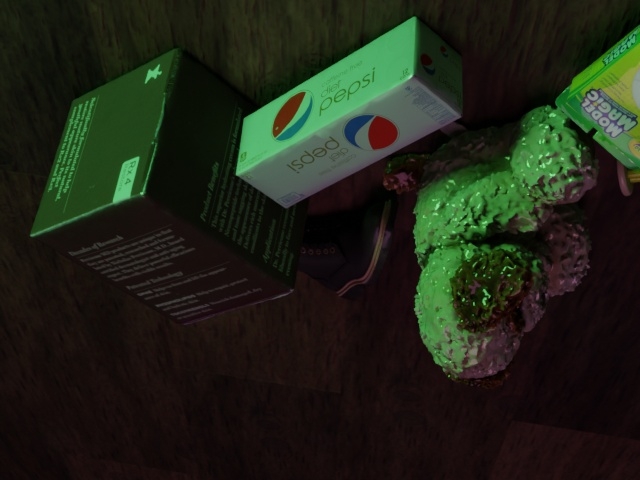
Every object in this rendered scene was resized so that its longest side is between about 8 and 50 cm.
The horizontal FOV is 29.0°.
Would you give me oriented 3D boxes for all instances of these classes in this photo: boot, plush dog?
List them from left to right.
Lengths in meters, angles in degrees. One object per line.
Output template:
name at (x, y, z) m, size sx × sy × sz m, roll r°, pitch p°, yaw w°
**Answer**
boot at (0.000, 0.000, 1.351) m, size 0.137 × 0.076 × 0.198 m, roll 20°, pitch 149°, yaw -5°
plush dog at (0.150, 0.020, 1.170) m, size 0.211 × 0.225 × 0.262 m, roll 5°, pitch 151°, yaw 11°

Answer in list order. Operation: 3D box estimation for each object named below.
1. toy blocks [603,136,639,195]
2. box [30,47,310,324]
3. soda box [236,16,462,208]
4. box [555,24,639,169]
toy blocks at (0.333, -0.090, 1.091) m, size 0.148 × 0.054 × 0.123 m, roll -4°, pitch 147°, yaw 25°
box at (-0.136, -0.045, 1.210) m, size 0.167 × 0.168 × 0.203 m, roll -17°, pitch 140°, yaw 40°
soda box at (0.023, -0.110, 1.112) m, size 0.216 × 0.073 × 0.069 m, roll -26°, pitch 135°, yaw 36°
box at (0.281, -0.126, 0.999) m, size 0.105 × 0.043 × 0.179 m, roll 39°, pitch 135°, yaw -10°
